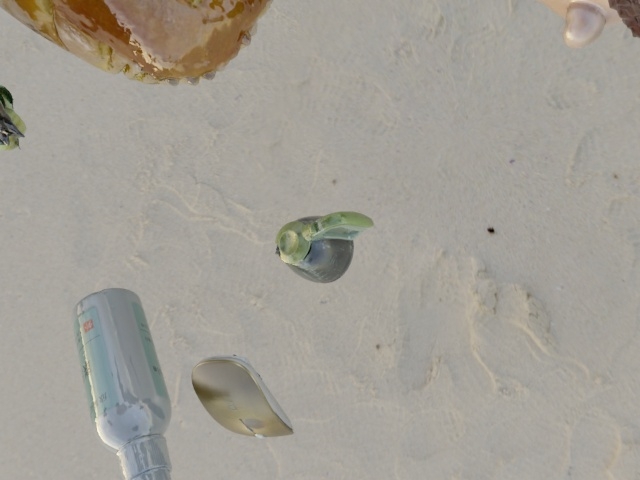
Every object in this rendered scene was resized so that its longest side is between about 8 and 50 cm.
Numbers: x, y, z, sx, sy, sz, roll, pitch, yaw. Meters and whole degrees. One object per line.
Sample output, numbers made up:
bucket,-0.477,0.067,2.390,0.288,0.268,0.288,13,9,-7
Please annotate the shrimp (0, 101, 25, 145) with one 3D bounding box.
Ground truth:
shrimp,-0.382,-0.227,0.471,0.062,0.164,0.317,-30,119,-3

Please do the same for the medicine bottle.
medicine bottle,-0.278,0.237,0.773,0.110,0.110,0.352,-41,56,19

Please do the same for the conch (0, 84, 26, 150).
conch,-0.511,-0.194,0.842,0.170,0.079,0.106,-3,127,57

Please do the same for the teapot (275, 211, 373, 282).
teapot,-0.006,-0.004,0.700,0.092,0.090,0.124,44,107,32

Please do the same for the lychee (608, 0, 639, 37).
lychee,0.252,-0.201,0.293,0.188,0.188,0.188,3,102,15

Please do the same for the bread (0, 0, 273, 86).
bread,-0.175,-0.256,0.429,0.288,0.156,0.204,38,84,-24

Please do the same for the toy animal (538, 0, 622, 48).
toy animal,0.301,-0.362,0.548,0.210,0.221,0.229,-33,75,-23

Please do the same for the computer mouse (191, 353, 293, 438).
computer mouse,-0.107,0.234,0.748,0.102,0.045,0.199,-7,130,19
